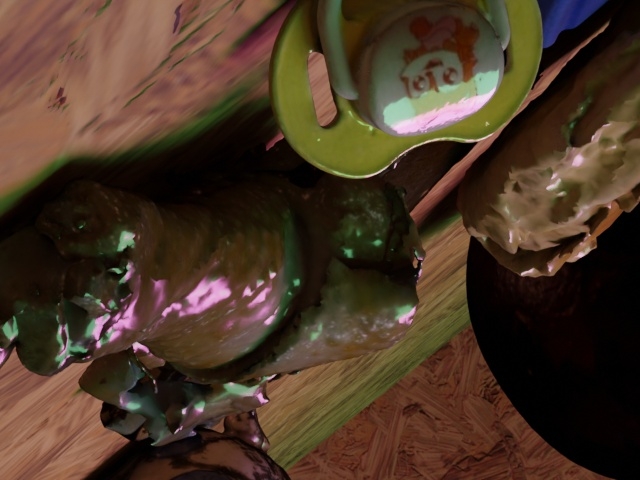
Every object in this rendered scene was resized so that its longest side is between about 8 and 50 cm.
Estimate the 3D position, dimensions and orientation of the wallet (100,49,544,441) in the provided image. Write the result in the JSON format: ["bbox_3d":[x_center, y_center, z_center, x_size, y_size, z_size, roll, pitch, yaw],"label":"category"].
[{"bbox_3d":[0.000,0.000,0.799,0.232,0.031,0.122,-47,169,23],"label":"wallet"}]

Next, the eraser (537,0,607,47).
[{"bbox_3d":[0.101,-0.107,0.666,0.063,0.027,0.084,-38,174,-3],"label":"eraser"}]

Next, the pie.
[{"bbox_3d":[0.195,-0.108,0.838,0.339,0.083,0.339,-45,178,-2],"label":"pie"}]

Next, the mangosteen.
[{"bbox_3d":[0.237,0.013,1.188,0.297,0.297,0.313,-37,140,-18],"label":"mangosteen"}]

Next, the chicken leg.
[{"bbox_3d":[-0.030,0.013,0.552,0.125,0.080,0.196,-27,172,1],"label":"chicken leg"}]

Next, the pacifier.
[{"bbox_3d":[0.019,-0.057,0.510,0.083,0.068,0.064,-19,-159,-17],"label":"pacifier"}]

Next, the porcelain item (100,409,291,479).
[{"bbox_3d":[-0.094,0.206,1.203,0.186,0.138,0.288,-29,171,-3],"label":"porcelain item"}]
